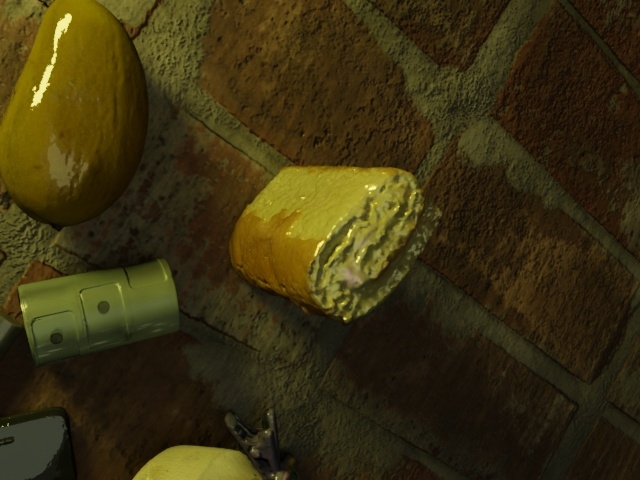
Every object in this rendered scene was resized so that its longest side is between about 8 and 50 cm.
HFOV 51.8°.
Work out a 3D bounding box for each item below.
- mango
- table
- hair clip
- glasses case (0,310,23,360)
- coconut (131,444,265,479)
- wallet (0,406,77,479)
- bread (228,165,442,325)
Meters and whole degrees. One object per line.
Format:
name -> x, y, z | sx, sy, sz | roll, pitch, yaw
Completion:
mango -> -0.349, -0.178, 0.968 | 0.195, 0.142, 0.331 | 22, 86, -32
table -> -0.343, 0.109, 1.026 | 0.220, 0.126, 0.126 | -12, 103, -25
hair clip -> -0.088, 0.431, 1.216 | 0.090, 0.137, 0.278 | -18, 109, 14
glasses case -> -0.534, 0.190, 0.994 | 0.072, 0.042, 0.190 | 35, 82, -18
coconut -> -0.211, 0.470, 1.088 | 0.245, 0.247, 0.245 | 19, 66, -52
wallet -> -0.515, 0.352, 1.028 | 0.250, 0.044, 0.149 | -7, 98, -25
bread -> 0.000, 0.000, 1.040 | 0.165, 0.375, 0.236 | 44, 75, -23
